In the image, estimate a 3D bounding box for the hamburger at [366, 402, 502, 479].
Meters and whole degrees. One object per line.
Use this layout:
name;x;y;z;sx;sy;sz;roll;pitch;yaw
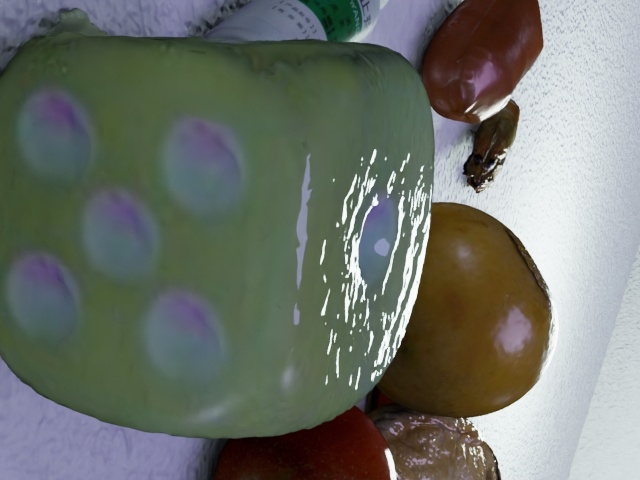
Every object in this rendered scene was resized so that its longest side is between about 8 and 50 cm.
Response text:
hamburger;0.109;0.327;1.434;0.286;0.243;0.146;-45;-177;-39

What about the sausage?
sausage;0.213;-0.253;1.530;0.258;0.133;0.133;-52;146;-40

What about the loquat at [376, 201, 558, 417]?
loquat;0.154;0.082;1.384;0.263;0.263;0.263;12;90;-67

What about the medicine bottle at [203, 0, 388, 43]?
medicine bottle;-0.014;-0.197;1.064;0.260;0.095;0.095;-51;145;-49

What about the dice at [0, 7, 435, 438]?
dice;-0.072;-0.021;0.814;0.252;0.250;0.254;-21;120;-64

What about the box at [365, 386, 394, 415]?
box;0.129;0.167;1.610;0.153;0.074;0.239;-15;116;-69

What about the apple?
apple;-0.018;0.243;1.172;0.168;0.181;0.181;0;101;-53

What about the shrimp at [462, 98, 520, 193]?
shrimp;0.257;-0.134;1.775;0.249;0.068;0.150;-41;143;-62
